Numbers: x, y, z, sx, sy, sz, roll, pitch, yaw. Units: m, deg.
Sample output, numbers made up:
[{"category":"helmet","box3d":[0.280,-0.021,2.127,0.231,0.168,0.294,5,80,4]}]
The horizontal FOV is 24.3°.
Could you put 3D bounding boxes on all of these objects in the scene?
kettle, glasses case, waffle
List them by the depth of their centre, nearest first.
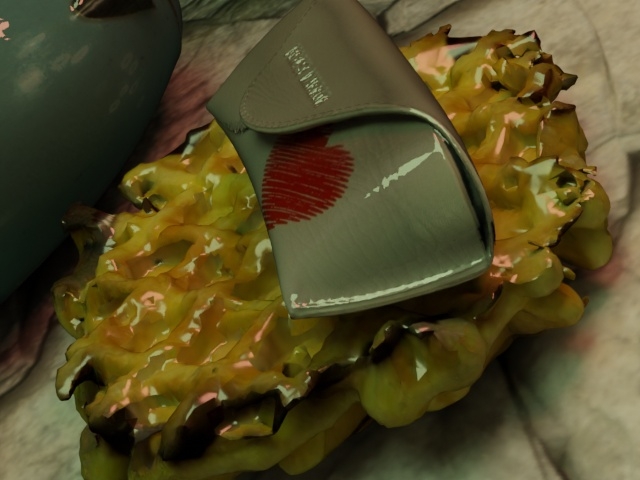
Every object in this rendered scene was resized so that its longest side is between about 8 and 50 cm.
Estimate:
[{"category":"glasses case","box3d":[0.002,-0.068,0.884,0.128,0.083,0.308,-28,31,1]},{"category":"waffle","box3d":[0.000,0.000,0.947,0.379,0.095,0.382,-25,34,11]},{"category":"kettle","box3d":[-0.266,-0.109,1.190,0.342,0.247,0.319,-46,11,-28]}]
